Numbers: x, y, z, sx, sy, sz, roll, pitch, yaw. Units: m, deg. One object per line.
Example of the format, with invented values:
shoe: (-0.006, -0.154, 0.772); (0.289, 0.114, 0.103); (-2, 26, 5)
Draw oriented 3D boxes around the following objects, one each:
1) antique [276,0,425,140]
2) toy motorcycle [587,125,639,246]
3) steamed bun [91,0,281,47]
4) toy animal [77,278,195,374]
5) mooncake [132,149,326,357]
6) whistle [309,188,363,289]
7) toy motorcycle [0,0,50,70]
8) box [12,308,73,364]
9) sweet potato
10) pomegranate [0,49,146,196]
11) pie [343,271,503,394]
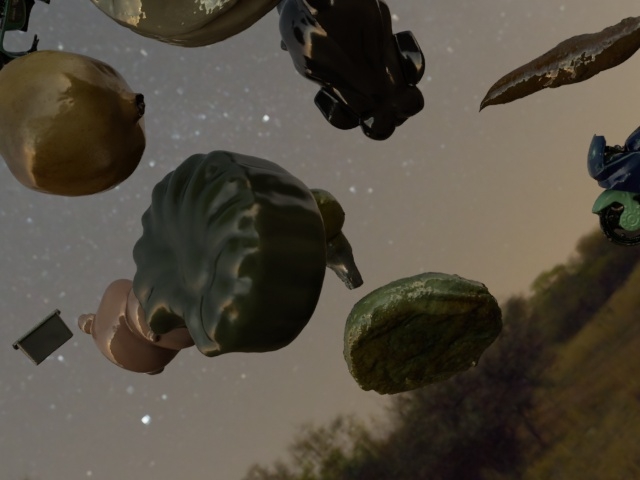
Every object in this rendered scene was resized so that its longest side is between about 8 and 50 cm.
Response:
antique: (0.042, -0.313, 1.508); (0.185, 0.255, 0.322); (-37, -52, 13)
toy motorcycle: (0.568, -0.146, 1.552); (0.331, 0.196, 0.125); (-41, 7, 9)
steamed bun: (-0.153, -0.427, 1.164); (0.342, 0.255, 0.368); (-24, -63, -9)
toy animal: (-0.337, 0.163, 1.912); (0.229, 0.210, 0.221); (-51, 20, -11)
mooncake: (-0.156, 0.022, 1.538); (0.187, 0.351, 0.351); (12, -56, -40)
whistle: (0.000, 0.000, 1.691); (0.123, 0.223, 0.123); (-29, 14, 8)
toy motorcycle: (-0.472, -0.327, 1.461); (0.100, 0.058, 0.173); (3, -71, -40)
box: (-0.586, 0.209, 2.017); (0.122, 0.069, 0.084); (-41, 5, -17)
sweet potato: (0.337, -0.239, 1.286); (0.274, 0.067, 0.067); (-22, -1, 28)
pomegranate: (-0.368, -0.167, 1.386); (0.233, 0.233, 0.233); (-44, -15, -15)
pie: (0.161, 0.161, 1.542); (0.277, 0.078, 0.277); (-7, -50, -8)
